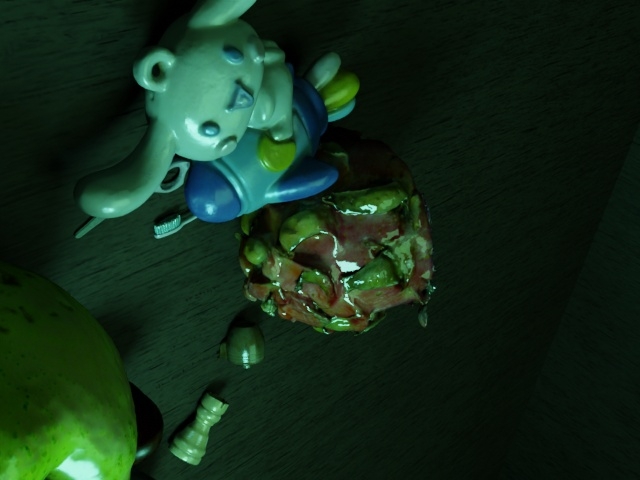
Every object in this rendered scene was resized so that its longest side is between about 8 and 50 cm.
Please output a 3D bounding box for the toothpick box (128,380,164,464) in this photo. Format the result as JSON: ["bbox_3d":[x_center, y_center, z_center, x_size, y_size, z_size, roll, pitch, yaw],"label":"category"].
[{"bbox_3d":[-0.332,0.333,1.229,0.192,0.192,0.295,-10,119,-50],"label":"toothpick box"}]

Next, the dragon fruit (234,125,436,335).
[{"bbox_3d":[0.000,0.000,1.325,0.262,0.314,0.296,-16,125,-25],"label":"dragon fruit"}]

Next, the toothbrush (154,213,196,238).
[{"bbox_3d":[-0.140,-0.074,1.296,0.269,0.021,0.027,-35,149,-32],"label":"toothbrush"}]

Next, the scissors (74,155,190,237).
[{"bbox_3d":[-0.253,-0.065,1.158,0.189,0.015,0.100,-42,145,-18],"label":"scissors"}]

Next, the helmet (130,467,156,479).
[{"bbox_3d":[-0.341,0.436,1.426,0.153,0.107,0.177,-50,168,-14],"label":"helmet"}]

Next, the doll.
[{"bbox_3d":[-0.096,-0.156,1.118,0.376,0.187,0.365,-46,145,12],"label":"doll"}]

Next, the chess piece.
[{"bbox_3d":[-0.214,0.331,1.545,0.122,0.066,0.066,-59,149,-6],"label":"chess piece"}]

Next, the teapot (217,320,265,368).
[{"bbox_3d":[-0.134,0.178,1.525,0.110,0.084,0.080,-49,139,-74],"label":"teapot"}]

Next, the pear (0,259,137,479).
[{"bbox_3d":[-0.370,0.206,0.912,0.391,0.391,0.391,-35,143,-31],"label":"pear"}]
